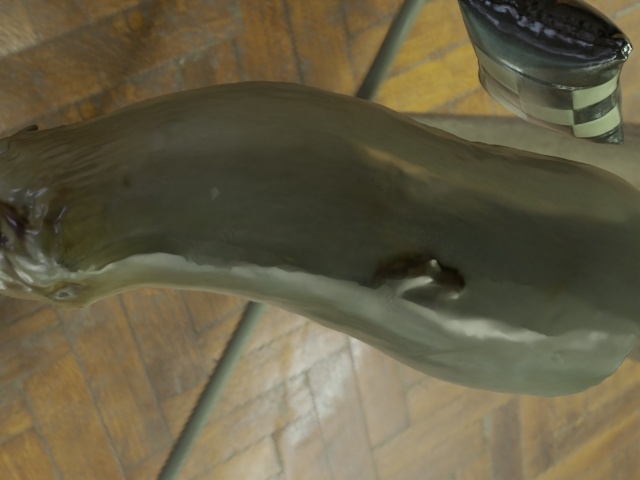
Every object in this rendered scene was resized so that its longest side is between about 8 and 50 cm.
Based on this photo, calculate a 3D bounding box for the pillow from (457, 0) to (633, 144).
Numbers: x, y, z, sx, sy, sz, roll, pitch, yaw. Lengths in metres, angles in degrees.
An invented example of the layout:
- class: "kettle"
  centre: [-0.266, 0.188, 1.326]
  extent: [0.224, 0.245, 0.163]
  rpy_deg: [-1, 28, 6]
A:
- class: "pillow"
  centre: [0.228, -0.181, 1.085]
  extent: [0.106, 0.186, 0.250]
  rpy_deg: [-57, 160, -5]

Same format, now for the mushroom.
- class: "mushroom"
  centre: [-0.001, 0.000, 0.587]
  extent: [0.397, 0.126, 0.177]
  rpy_deg: [17, 132, -26]
